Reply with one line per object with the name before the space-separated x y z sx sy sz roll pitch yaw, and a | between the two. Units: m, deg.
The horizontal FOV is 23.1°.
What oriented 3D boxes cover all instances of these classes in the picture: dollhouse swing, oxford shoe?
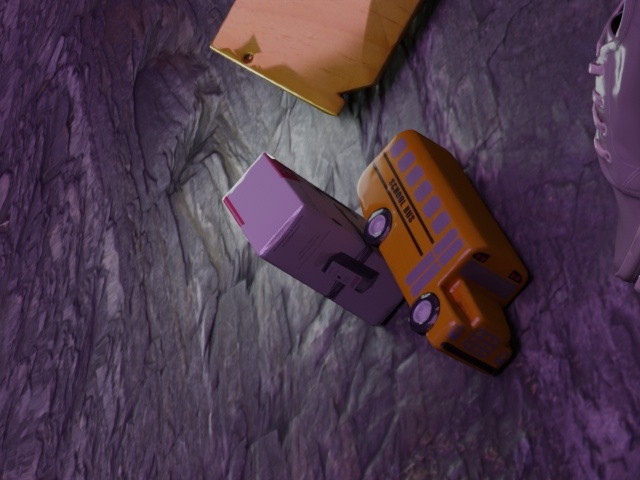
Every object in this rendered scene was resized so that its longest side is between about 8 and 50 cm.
dollhouse swing | 0.031 -0.375 2.376 0.315 0.305 0.346 30 92 15
oxford shoe | 0.332 -0.145 1.568 0.130 0.449 0.169 14 45 14

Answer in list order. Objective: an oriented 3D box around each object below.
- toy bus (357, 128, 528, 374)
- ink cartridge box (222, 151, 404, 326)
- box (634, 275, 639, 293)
toy bus | 0.151 0.011 1.906 0.130 0.108 0.332 -48 36 17
ink cartridge box | 0.000 0.000 2.011 0.092 0.218 0.158 -49 36 10
box | 0.458 0.055 1.457 0.311 0.121 0.148 28 90 56
